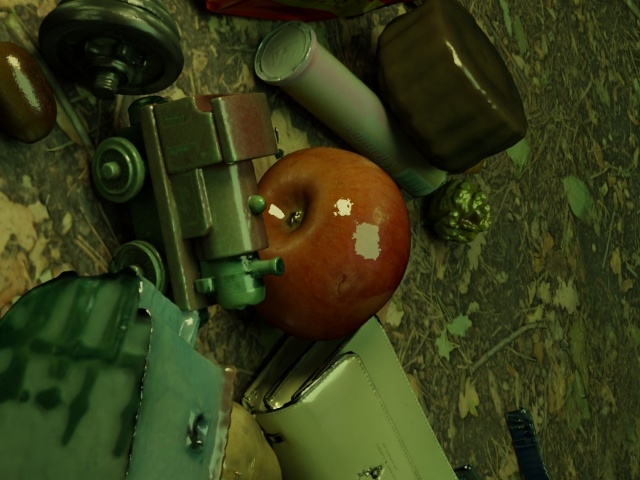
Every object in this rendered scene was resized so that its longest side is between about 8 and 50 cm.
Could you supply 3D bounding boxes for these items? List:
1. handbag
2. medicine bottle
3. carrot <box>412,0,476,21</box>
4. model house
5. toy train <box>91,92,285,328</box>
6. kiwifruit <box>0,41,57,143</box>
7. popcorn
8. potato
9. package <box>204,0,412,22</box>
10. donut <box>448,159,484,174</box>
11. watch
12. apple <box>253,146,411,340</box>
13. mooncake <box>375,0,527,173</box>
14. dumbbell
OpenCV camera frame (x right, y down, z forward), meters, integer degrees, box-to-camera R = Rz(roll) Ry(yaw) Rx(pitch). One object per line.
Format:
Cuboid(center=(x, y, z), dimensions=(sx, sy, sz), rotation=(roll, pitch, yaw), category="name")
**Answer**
Cuboid(center=(0.047, 0.310, 1.735), dimensions=(0.236, 0.160, 0.358), rotation=(-47, 120, -40), category="handbag")
Cuboid(center=(0.061, -0.198, 1.923), dimensions=(0.426, 0.108, 0.108), rotation=(36, 55, -47), category="medicine bottle")
Cuboid(center=(0.214, -0.453, 2.220), dimensions=(0.342, 0.070, 0.070), rotation=(25, 62, -51), category="carrot")
Cuboid(center=(-0.210, 0.232, 1.344), dimensions=(0.329, 0.252, 0.294), rotation=(39, 50, -49), category="model house")
Cuboid(center=(-0.154, -0.039, 1.482), dimensions=(0.150, 0.222, 0.304), rotation=(-16, 96, -56), category="toy train")
Cuboid(center=(-0.351, -0.172, 1.372), dimensions=(0.075, 0.075, 0.124), rotation=(-47, 115, -48), category="kiwifruit")
Cuboid(center=(0.250, -0.048, 2.137), dimensions=(0.106, 0.116, 0.120), rotation=(-46, 161, -39), category="popcorn")
Cuboid(center=(-0.128, 0.289, 1.522), dimensions=(0.161, 0.128, 0.234), rotation=(-58, 133, -36), category="potato")
Cuboid(center=(-0.005, -0.410, 1.797), dimensions=(0.424, 0.196, 0.123), rotation=(-10, 88, -55), category="package")
Cuboid(center=(0.229, -0.205, 2.176), dimensions=(0.174, 0.075, 0.190), rotation=(-21, 95, -53), category="donut")
Cuboid(center=(0.353, 0.485, 2.188), dimensions=(0.276, 0.068, 0.274), rotation=(-28, 105, -52), category="watch")
Cuboid(center=(0.000, 0.000, 1.661), dimensions=(0.206, 0.252, 0.271), rotation=(40, 76, -39), category="apple")
Cuboid(center=(0.210, -0.256, 1.960), dimensions=(0.290, 0.161, 0.290), rotation=(46, 25, -29), category="mooncake")
Cuboid(center=(-0.232, -0.356, 1.486), dimensions=(0.179, 0.179, 0.406), rotation=(34, 55, -45), category="dumbbell")
